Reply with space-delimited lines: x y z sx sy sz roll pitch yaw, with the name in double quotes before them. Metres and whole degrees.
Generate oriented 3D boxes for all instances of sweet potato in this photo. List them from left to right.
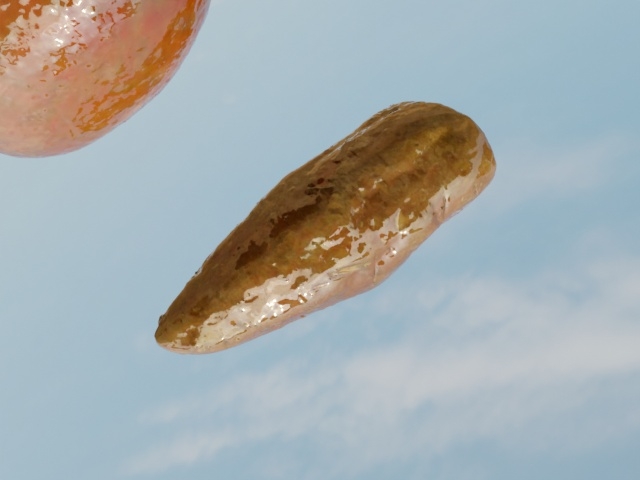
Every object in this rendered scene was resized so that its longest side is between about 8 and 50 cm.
"sweet potato" 0.000 0.000 0.634 0.252 0.097 0.097 -36 -149 0

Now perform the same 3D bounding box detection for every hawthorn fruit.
"hawthorn fruit" -0.135 -0.158 0.488 0.251 0.199 0.199 -27 -148 43
